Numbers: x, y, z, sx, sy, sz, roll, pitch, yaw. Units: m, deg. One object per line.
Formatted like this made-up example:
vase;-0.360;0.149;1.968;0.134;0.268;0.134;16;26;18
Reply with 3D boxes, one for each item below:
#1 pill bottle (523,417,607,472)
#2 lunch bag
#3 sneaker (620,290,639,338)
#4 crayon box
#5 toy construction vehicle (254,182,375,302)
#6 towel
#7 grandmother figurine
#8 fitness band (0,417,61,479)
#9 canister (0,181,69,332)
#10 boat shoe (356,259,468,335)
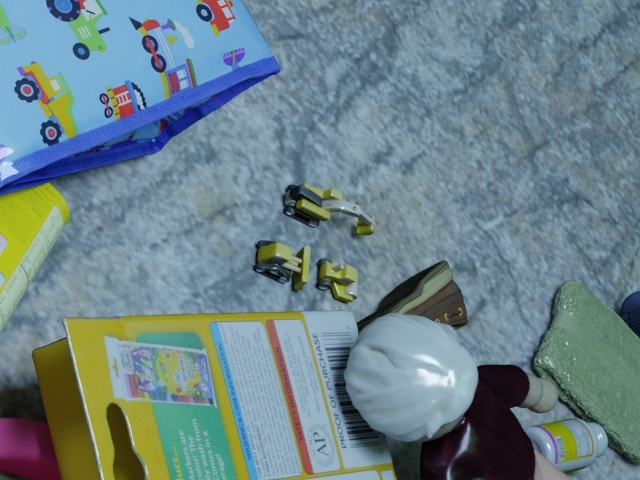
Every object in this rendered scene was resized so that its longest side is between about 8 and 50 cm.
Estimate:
pill bottle;0.199;0.170;1.635;0.083;0.043;0.043;-4;75;-44
lunch bag;-0.195;-0.153;1.305;0.221;0.138;0.293;60;33;2
sneaker;0.318;0.082;1.779;0.144;0.053;0.059;42;49;-33
crayon box;-0.071;0.154;1.322;0.323;0.083;0.203;3;69;-57
toy construction vehicle;0.000;0.000;1.534;0.098;0.035;0.086;27;55;-32
towel;0.245;0.114;1.714;0.148;0.027;0.110;43;49;-22
grandmother figurine;0.125;0.178;1.463;0.342;0.104;0.208;52;32;-36
fitness band;-0.224;0.214;1.223;0.291;0.054;0.209;0;72;-44
canister;-0.246;0.012;1.279;0.126;0.073;0.170;44;47;-20
boat shoe;0.061;0.078;1.536;0.060;0.064;0.178;57;42;-4
